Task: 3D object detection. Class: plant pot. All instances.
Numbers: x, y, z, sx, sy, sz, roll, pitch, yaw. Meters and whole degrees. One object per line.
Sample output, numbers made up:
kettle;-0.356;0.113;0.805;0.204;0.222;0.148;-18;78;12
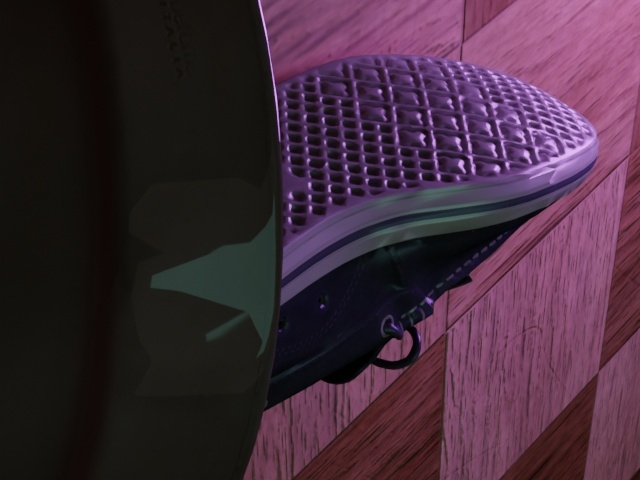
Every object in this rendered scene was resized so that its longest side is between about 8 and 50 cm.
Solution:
plant pot;-0.205;-0.014;0.656;0.280;0.323;0.323;-3;120;-28

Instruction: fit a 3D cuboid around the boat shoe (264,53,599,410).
boat shoe;0.000;0.000;1.144;0.500;0.187;0.156;-27;142;-40
